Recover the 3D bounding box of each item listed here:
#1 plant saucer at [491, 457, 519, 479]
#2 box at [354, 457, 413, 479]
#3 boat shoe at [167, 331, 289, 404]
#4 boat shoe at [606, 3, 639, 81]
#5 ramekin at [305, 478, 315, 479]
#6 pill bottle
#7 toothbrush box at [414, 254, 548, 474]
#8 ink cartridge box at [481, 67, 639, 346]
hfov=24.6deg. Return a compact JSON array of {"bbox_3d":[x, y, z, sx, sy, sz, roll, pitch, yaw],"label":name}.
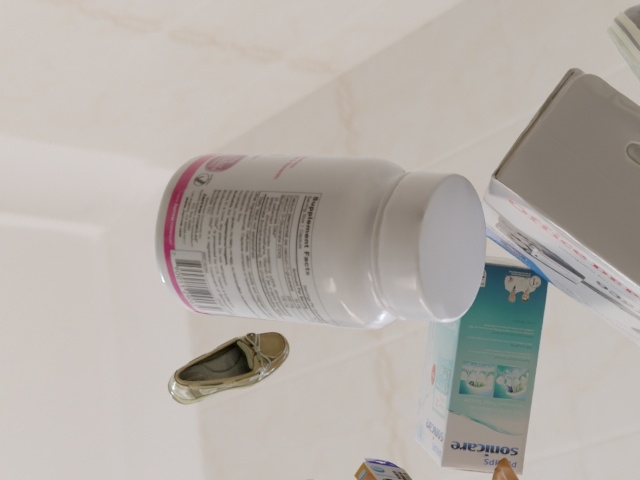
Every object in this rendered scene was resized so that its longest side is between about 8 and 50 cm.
[{"bbox_3d":[0.274,0.384,1.937,0.200,0.037,0.200,64,180,-1],"label":"plant saucer"},{"bbox_3d":[0.101,0.331,1.882,0.081,0.028,0.136,18,-160,-42],"label":"box"},{"bbox_3d":[-0.100,0.139,1.668,0.153,0.048,0.056,-18,-111,-23],"label":"boat shoe"},{"bbox_3d":[0.526,-0.211,1.943,0.187,0.156,0.500,52,-169,-27],"label":"boat shoe"},{"bbox_3d":[-0.006,0.407,1.798,0.109,0.207,0.207,22,-135,15],"label":"ramekin"},{"bbox_3d":[0.000,0.000,1.373,0.160,0.283,0.160,-9,-79,-57],"label":"pill bottle"},{"bbox_3d":[0.230,0.172,2.132,0.126,0.216,0.296,6,-86,-7],"label":"toothbrush box"},{"bbox_3d":[0.272,-0.018,1.376,0.223,0.307,0.129,37,-94,7],"label":"ink cartridge box"}]
